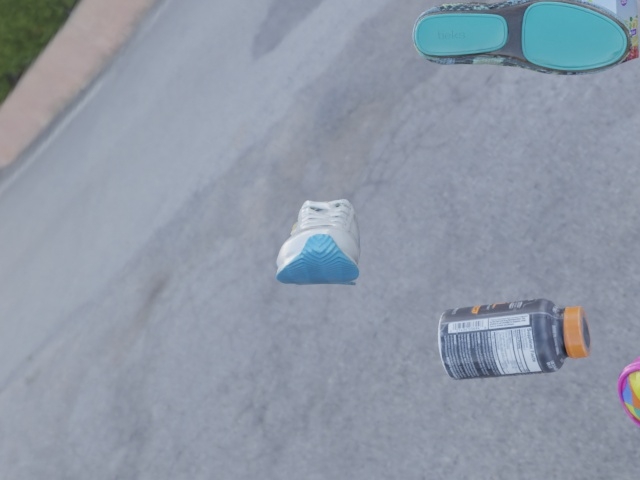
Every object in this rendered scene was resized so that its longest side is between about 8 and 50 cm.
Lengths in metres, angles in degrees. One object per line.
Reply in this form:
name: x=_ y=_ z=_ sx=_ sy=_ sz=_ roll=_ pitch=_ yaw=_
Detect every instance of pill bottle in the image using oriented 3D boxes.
pill bottle: x=0.341 y=0.172 z=1.453 sx=0.245 sy=0.130 sz=0.130 roll=-9 pitch=54 yaw=26

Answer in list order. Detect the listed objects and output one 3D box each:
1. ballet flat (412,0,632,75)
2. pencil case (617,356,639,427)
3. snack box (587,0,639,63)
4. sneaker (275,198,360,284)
ballet flat: x=0.178 y=-0.184 z=0.739 sx=0.188 sy=0.070 sz=0.070 roll=10 pitch=70 yaw=17
pencil case: x=0.412 y=0.118 z=0.850 sx=0.236 sy=0.104 sz=0.104 roll=-26 pitch=15 yaw=-26
snack box: x=0.387 y=-0.374 z=1.268 sx=0.174 sy=0.070 sz=0.207 roll=10 pitch=116 yaw=47
sneaker: x=0.000 y=0.000 z=0.882 sx=0.229 sy=0.087 sz=0.092 roll=68 pitch=-158 yaw=-85
